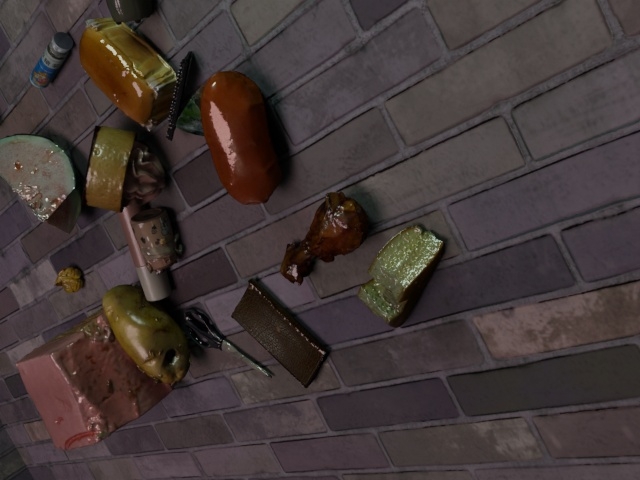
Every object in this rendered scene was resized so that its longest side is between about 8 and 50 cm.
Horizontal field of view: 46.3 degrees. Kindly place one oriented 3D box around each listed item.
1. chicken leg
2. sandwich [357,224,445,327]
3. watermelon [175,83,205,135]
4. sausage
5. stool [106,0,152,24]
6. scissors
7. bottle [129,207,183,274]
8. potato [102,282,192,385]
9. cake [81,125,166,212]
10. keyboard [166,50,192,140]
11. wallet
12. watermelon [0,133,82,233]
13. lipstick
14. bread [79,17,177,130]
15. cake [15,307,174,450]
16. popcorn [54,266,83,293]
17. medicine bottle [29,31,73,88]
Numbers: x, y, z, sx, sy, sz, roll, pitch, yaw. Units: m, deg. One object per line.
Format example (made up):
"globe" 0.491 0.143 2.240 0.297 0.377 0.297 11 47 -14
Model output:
"chicken leg" 0.000 0.000 1.428 0.304 0.093 0.113 -39 67 56
"sandwich" 0.131 0.079 1.335 0.090 0.088 0.245 42 136 23
"watermelon" -0.250 -0.252 1.544 0.101 0.080 0.155 32 141 -23
"sausage" -0.153 -0.193 1.419 0.133 0.133 0.259 7 120 41
"stool" -0.387 -0.494 1.497 0.096 0.096 0.110 17 127 37
"scissors" -0.229 0.260 1.832 0.300 0.022 0.109 27 133 29
"bottle" -0.387 0.005 1.784 0.098 0.099 0.152 5 119 42
"potato" -0.441 0.234 1.910 0.140 0.173 0.300 -40 74 4
"cake" -0.442 -0.159 1.707 0.208 0.178 0.185 -131 53 -63
"keyboard" -0.293 -0.297 1.548 0.018 0.060 0.196 18 132 -7
"wallet" -0.089 0.204 1.657 0.243 0.039 0.133 42 129 19
"watermelon" -0.749 -0.163 1.965 0.305 0.180 0.224 38 124 19
"lipstick" -0.436 0.022 1.855 0.070 0.070 0.255 3 115 42
"bread" -0.412 -0.358 1.590 0.241 0.107 0.136 45 139 15
"cake" -0.603 0.360 2.034 0.293 0.306 0.314 -22 97 46
"popcorn" -0.747 0.119 2.201 0.084 0.084 0.084 22 127 33
"medicine bottle" -0.654 -0.435 1.816 0.191 0.051 0.051 -31 90 48
